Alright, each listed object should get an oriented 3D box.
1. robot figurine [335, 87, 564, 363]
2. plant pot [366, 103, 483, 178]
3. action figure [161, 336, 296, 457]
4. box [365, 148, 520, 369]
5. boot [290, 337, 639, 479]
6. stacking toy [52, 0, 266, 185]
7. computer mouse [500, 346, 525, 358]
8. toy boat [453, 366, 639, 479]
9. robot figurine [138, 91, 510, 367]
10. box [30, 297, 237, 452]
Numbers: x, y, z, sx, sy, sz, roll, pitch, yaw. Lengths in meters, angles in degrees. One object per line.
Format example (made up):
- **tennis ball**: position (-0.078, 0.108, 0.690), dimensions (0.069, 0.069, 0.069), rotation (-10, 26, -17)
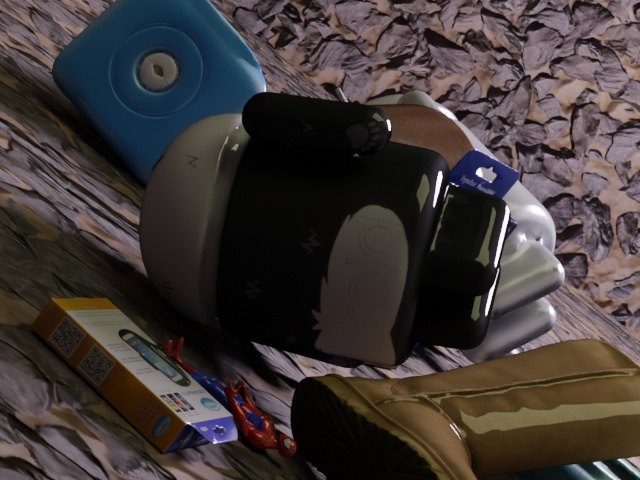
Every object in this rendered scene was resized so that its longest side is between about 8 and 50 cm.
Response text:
- **robot figurine**: position (0.120, -0.026, 1.853), dimensions (0.199, 0.300, 0.353), rotation (-22, 51, -25)
- **plant pot**: position (0.010, -0.042, 1.662), dimensions (0.230, 0.215, 0.215), rotation (5, 32, -48)
- **action figure**: position (-0.062, 0.110, 1.149), dimensions (0.115, 0.030, 0.038), rotation (42, 5, 11)
- **box**: position (0.102, 0.021, 1.541), dimensions (0.036, 0.225, 0.136), rotation (43, 11, 26)
- **boot**: position (0.145, 0.147, 1.187), dimensions (0.269, 0.089, 0.236), rotation (-3, 32, -31)
- **stacking toy**: position (-0.139, -0.134, 1.719), dimensions (0.175, 0.166, 0.302), rotation (49, -3, 11)
- **computer mouse**: position (0.271, 0.172, 1.995), dimensions (0.242, 0.041, 0.071), rotation (34, 10, -24)
- **toy boat**: position (0.210, 0.182, 1.418), dimensions (0.267, 0.148, 0.318), rotation (39, 10, 5)
- **robot figurine**: position (0.001, -0.003, 1.281), dimensions (0.278, 0.209, 0.173), rotation (11, 4, 9)
- **box**: position (-0.113, 0.089, 1.061), dimensions (0.136, 0.028, 0.081), rotation (43, 11, 15)
